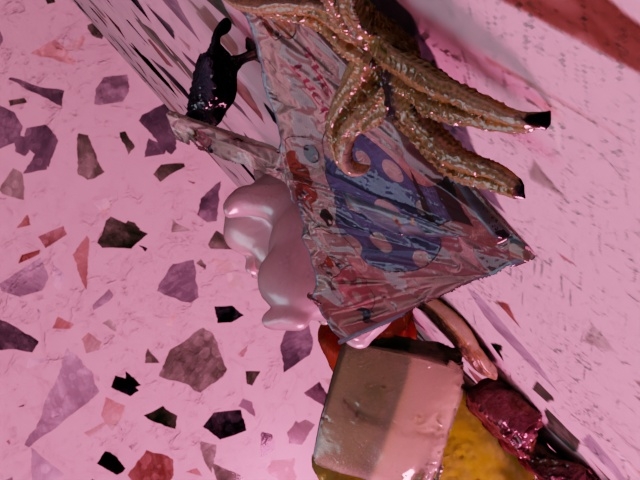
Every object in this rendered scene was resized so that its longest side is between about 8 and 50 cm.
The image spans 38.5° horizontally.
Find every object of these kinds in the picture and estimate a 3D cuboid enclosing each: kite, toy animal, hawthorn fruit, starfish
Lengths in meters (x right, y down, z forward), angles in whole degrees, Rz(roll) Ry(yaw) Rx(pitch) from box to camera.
[{"bbox_3d":[0.001,-0.042,0.704,0.368,0.014,0.406,23,141,37],"label":"kite"},{"bbox_3d":[-0.006,-0.001,0.999,0.208,0.154,0.325,28,-161,-4],"label":"toy animal"},{"bbox_3d":[0.087,0.157,1.451,0.157,0.157,0.194,50,165,-22],"label":"hawthorn fruit"},{"bbox_3d":[0.025,-0.097,0.471,0.223,0.050,0.217,33,163,28],"label":"starfish"},{"bbox_3d":[-0.098,-0.149,0.860,0.062,0.108,0.220,38,179,-10],"label":"toy animal"}]

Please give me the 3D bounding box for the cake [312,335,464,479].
[{"bbox_3d":[0.110,0.155,1.177,0.158,0.172,0.283,16,-146,9],"label":"cake"}]

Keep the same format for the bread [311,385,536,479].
[{"bbox_3d":[0.181,0.401,1.584,0.348,0.308,0.348,45,178,2],"label":"bread"}]

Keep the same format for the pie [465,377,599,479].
[{"bbox_3d":[0.271,0.260,1.168,0.218,0.054,0.204,47,176,-9],"label":"pie"}]

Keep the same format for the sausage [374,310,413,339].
[{"bbox_3d":[0.015,0.024,1.221,0.348,0.097,0.094,-133,35,-56],"label":"sausage"}]

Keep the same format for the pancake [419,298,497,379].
[{"bbox_3d":[0.164,0.114,1.103,0.139,0.022,0.139,49,176,5],"label":"pancake"}]

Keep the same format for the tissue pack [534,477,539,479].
[{"bbox_3d":[0.348,0.409,1.346,0.099,0.106,0.148,48,176,6],"label":"tissue pack"}]
